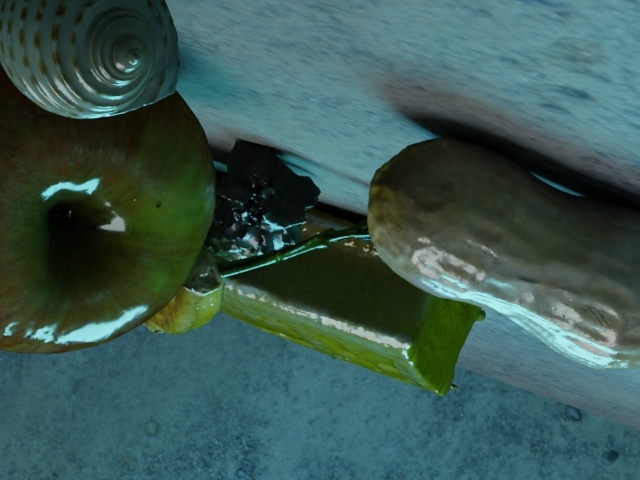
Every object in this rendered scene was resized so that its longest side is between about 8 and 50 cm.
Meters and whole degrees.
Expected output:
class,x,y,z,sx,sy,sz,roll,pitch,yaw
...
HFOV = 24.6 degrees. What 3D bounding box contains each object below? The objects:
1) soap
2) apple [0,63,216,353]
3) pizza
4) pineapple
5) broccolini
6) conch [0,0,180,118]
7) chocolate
class,x,y,z,sx,sy,sz,roll,pitch,yaw
soap,0.015,0.056,1.800,0.335,0.156,0.293,19,173,16
apple,-0.243,-0.051,1.232,0.250,0.277,0.309,41,176,42
pizza,-0.197,-0.029,1.618,0.288,0.075,0.280,62,158,-6
pineapple,-0.069,-0.034,1.544,0.119,0.111,0.237,4,171,-16
broccolini,0.000,0.000,1.472,0.218,0.044,0.042,-12,-170,-14
conch,-0.150,-0.142,0.962,0.135,0.102,0.153,11,-148,-39
chocolate,0.177,0.016,1.154,0.309,0.134,0.134,20,173,-15
